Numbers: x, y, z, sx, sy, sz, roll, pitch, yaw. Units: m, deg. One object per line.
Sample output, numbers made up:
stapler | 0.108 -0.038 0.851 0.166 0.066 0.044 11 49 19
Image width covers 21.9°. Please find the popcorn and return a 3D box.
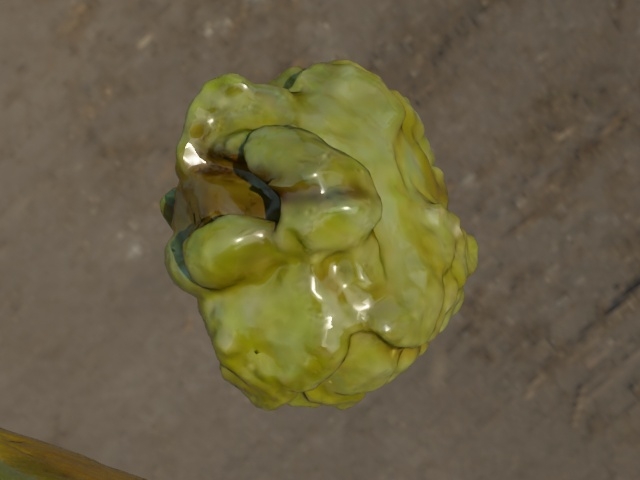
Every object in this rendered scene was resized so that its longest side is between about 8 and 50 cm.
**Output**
popcorn | 0.000 0.000 1.161 0.195 0.255 0.256 -4 62 38

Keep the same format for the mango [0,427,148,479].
mango | -0.139 0.212 1.106 0.317 0.176 0.119 32 96 5
